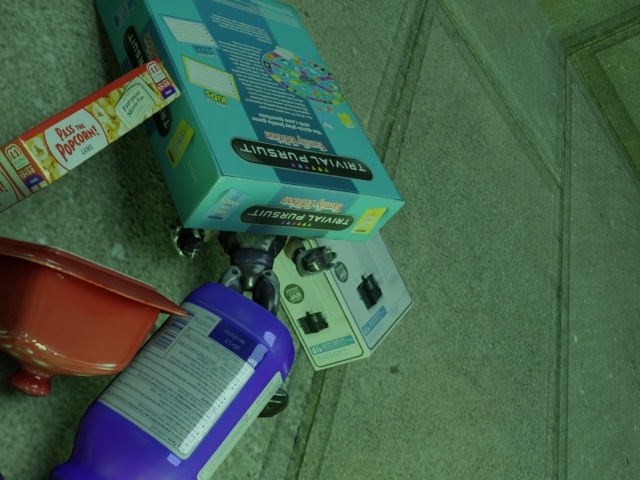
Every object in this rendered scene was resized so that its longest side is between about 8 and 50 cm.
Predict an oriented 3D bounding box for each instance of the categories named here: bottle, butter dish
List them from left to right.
[{"bbox_3d":[-0.223,0.072,0.667,0.160,0.160,0.118,30,73,-44],"label":"butter dish"},{"bbox_3d":[-0.141,0.167,0.678,0.283,0.118,0.092,-51,155,-27],"label":"bottle"}]

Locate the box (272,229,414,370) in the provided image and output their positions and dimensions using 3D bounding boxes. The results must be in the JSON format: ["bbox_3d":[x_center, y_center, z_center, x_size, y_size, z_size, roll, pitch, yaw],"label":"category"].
[{"bbox_3d":[0.000,0.000,1.042,0.169,0.087,0.290,-36,102,-56],"label":"box"}]

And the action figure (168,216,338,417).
[{"bbox_3d":[-0.075,0.044,0.863,0.099,0.185,0.285,101,-7,-61],"label":"action figure"}]

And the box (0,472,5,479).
[{"bbox_3d":[-0.271,0.197,0.482,0.261,0.103,0.184,64,8,-8],"label":"box"}]

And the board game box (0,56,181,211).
[{"bbox_3d":[-0.232,-0.085,0.710,0.045,0.147,0.193,58,35,-16],"label":"board game box"}]

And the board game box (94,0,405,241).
[{"bbox_3d":[-0.083,-0.158,0.894,0.254,0.079,0.336,5,49,-43],"label":"board game box"}]
